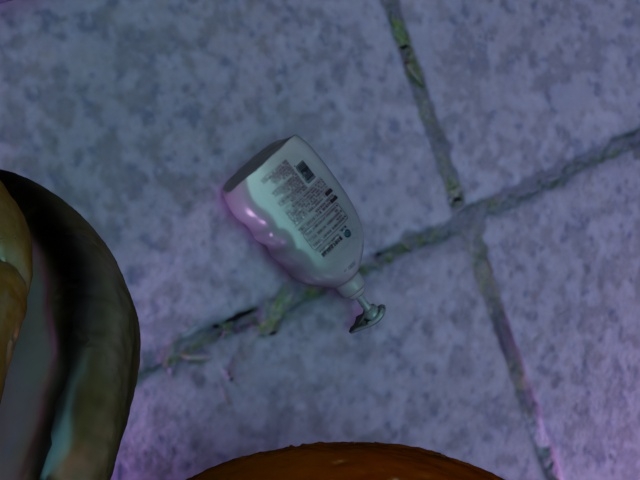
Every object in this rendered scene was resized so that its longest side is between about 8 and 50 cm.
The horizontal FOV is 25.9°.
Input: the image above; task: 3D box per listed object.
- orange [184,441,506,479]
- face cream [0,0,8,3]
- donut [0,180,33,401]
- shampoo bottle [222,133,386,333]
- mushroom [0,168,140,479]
[{"bbox_3d":[-0.010,0.304,0.814,0.424,0.424,0.326,-21,60,-26],"label":"orange"},{"bbox_3d":[-0.217,-0.233,0.887,0.336,0.080,0.163,-22,99,-26],"label":"face cream"},{"bbox_3d":[-0.313,0.073,0.682,0.360,0.360,0.170,-58,134,-16],"label":"donut"},{"bbox_3d":[0.000,0.000,1.009,0.077,0.045,0.152,-45,106,-23],"label":"shampoo bottle"},{"bbox_3d":[-0.182,0.134,0.790,0.292,0.217,0.212,-56,142,-21],"label":"mushroom"}]
